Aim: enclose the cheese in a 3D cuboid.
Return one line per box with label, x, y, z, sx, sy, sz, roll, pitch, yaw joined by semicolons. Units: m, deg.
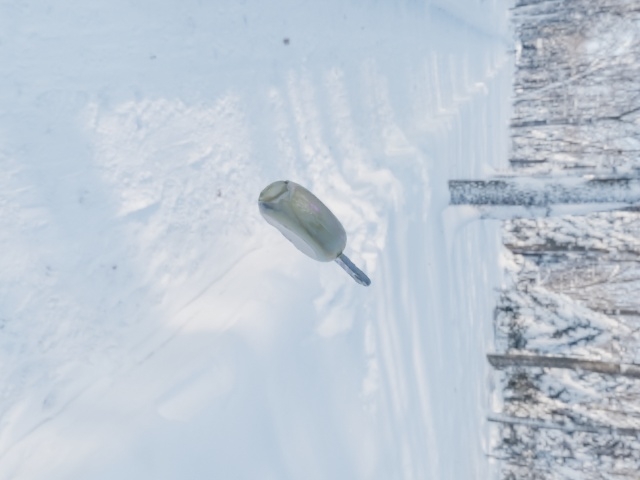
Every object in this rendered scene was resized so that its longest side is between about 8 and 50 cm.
cheese;0.000;0.000;1.122;0.082;0.163;0.286;-51;121;-12
